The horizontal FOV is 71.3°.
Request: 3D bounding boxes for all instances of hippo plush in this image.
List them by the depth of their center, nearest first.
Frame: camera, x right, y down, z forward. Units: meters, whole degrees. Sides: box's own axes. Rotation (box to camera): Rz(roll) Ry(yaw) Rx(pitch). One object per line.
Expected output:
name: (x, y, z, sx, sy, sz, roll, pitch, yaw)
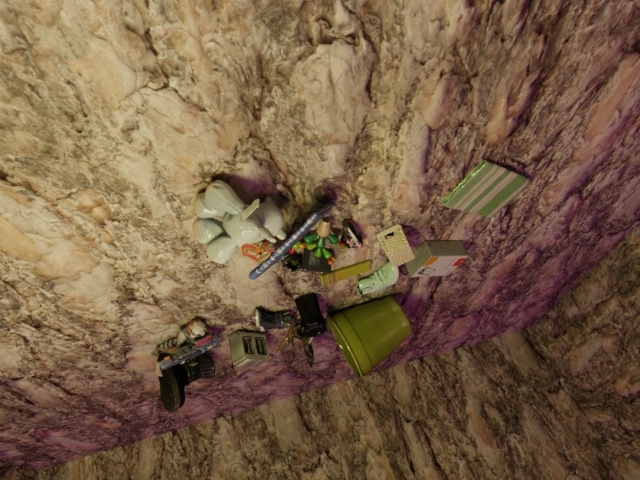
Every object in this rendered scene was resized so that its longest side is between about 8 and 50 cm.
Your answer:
hippo plush: (-0.228, -0.082, 1.380, 0.294, 0.234, 0.237, -22, -178, 32)

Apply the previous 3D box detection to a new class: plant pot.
plant pot: (0.272, 0.474, 2.335, 0.353, 0.366, 0.366, -27, 149, -9)

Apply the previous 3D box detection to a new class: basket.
basket: (0.319, 0.026, 1.870, 0.113, 0.103, 0.167, -26, 146, 9)

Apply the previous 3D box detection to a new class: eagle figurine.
eagle figurine: (-0.071, 0.507, 2.327, 0.226, 0.225, 0.298, -39, 133, 11)

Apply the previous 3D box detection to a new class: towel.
towel: (-0.096, -0.009, 1.512, 0.336, 0.040, 0.243, -43, 180, 22)
towel: (0.667, -0.198, 1.782, 0.325, 0.038, 0.248, 9, 137, -34)
towel: (0.113, 0.146, 2.026, 0.237, 0.021, 0.102, -17, 153, -5)

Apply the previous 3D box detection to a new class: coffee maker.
coffee maker: (-0.042, 0.340, 2.083, 0.120, 0.178, 0.171, -11, 149, -18)

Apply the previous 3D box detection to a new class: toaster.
toaster: (-0.360, 0.545, 2.224, 0.168, 0.185, 0.110, 17, 137, -43)

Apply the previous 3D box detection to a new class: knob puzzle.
knob puzzle: (-0.217, 0.021, 1.651, 0.213, 0.030, 0.213, -13, 147, -9)

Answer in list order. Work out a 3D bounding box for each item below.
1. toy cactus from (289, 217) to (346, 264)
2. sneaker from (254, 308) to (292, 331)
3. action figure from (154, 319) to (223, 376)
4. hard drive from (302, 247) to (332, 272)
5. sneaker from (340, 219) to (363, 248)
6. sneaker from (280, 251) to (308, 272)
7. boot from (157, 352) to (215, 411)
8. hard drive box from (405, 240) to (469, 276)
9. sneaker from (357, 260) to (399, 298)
toy cactus: (0.000, 0.000, 1.674, 0.219, 0.112, 0.180, 7, 128, -9)
sneaker: (-0.222, 0.367, 2.104, 0.164, 0.086, 0.226, -7, 157, 1)
action figure: (-0.627, 0.466, 1.982, 0.330, 0.178, 0.341, -44, 165, 26)
hard drive: (-0.010, 0.077, 1.789, 0.135, 0.094, 0.022, 10, 170, -38)
sneaker: (0.110, -0.011, 1.742, 0.077, 0.071, 0.178, -15, 144, 14)
sneaker: (-0.100, 0.098, 1.783, 0.067, 0.078, 0.188, -32, 146, 20)
boot: (-0.628, 0.668, 2.149, 0.260, 0.348, 0.131, 13, 115, -34)
hard drive box: (0.545, 0.086, 2.094, 0.232, 0.089, 0.181, -1, 144, -27)
sneaker: (0.261, 0.187, 2.085, 0.151, 0.094, 0.256, -10, 150, -25)
